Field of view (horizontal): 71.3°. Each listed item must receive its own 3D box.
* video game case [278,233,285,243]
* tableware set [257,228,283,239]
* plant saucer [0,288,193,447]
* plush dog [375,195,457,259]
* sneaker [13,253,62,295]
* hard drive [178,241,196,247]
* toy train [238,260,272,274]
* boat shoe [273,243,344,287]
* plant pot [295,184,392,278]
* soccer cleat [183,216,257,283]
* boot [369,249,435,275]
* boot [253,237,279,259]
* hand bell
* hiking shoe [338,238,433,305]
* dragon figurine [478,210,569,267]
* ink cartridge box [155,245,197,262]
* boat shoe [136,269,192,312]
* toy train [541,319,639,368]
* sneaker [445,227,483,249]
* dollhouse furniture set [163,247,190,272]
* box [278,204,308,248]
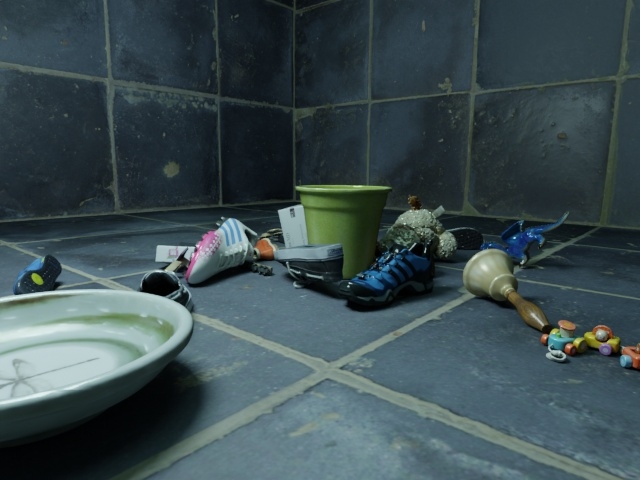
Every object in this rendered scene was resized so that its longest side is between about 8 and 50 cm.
[{"bbox_3d":[0.000,0.000,1.784,0.248,0.035,0.274,-5,11,-31],"label":"video game case"},{"bbox_3d":[-0.180,-0.029,1.879,0.141,0.020,0.168,-6,-7,-36],"label":"tableware set"},{"bbox_3d":[-0.369,0.161,0.576,0.400,0.101,0.400,1,10,0],"label":"plant saucer"},{"bbox_3d":[0.291,-0.006,1.474,0.262,0.211,0.225,6,37,39],"label":"plush dog"},{"bbox_3d":[-0.691,0.103,1.067,0.082,0.069,0.209,-33,23,-3],"label":"sneaker"},{"bbox_3d":[-0.378,0.036,1.447,0.135,0.022,0.094,5,-21,24],"label":"hard drive"},{"bbox_3d":[-0.190,0.080,1.320,0.036,0.027,0.158,7,2,-43],"label":"toy train"},{"bbox_3d":[-0.031,0.065,1.162,0.113,0.105,0.306,-10,3,-33],"label":"boat shoe"},{"bbox_3d":[0.064,-0.029,1.296,0.275,0.254,0.276,1,8,0],"label":"plant pot"},{"bbox_3d":[-0.267,0.030,1.270,0.143,0.116,0.331,26,27,-4],"label":"soccer cleat"},{"bbox_3d":[0.241,0.071,1.283,0.152,0.073,0.197,-9,-10,29],"label":"boot"},{"bbox_3d":[-0.205,0.031,1.525,0.084,0.059,0.158,-9,13,-23],"label":"boot"},{"bbox_3d":[0.411,0.121,0.953,0.126,0.126,0.242,0,21,-6],"label":"hand bell"},{"bbox_3d":[0.156,0.071,1.064,0.304,0.132,0.113,-8,13,-43],"label":"hiking shoe"},{"bbox_3d":[0.633,-0.014,1.419,0.144,0.289,0.085,48,34,21],"label":"dragon figurine"},{"bbox_3d":[-0.422,0.047,1.353,0.122,0.052,0.088,4,-8,11],"label":"ink cartridge box"},{"bbox_3d":[-0.319,0.107,0.898,0.108,0.102,0.301,-1,10,-11],"label":"boat shoe"},{"bbox_3d":[0.461,0.171,0.742,0.166,0.046,0.125,4,9,14],"label":"toy train"},{"bbox_3d":[0.514,-0.013,1.754,0.234,0.084,0.097,1,8,3],"label":"sneaker"},{"bbox_3d":[-0.386,0.098,1.244,0.081,0.091,0.114,39,35,-6],"label":"dollhouse furniture set"},{"bbox_3d":[-0.040,-0.032,1.482,0.118,0.181,0.182,-9,7,19],"label":"box"}]
